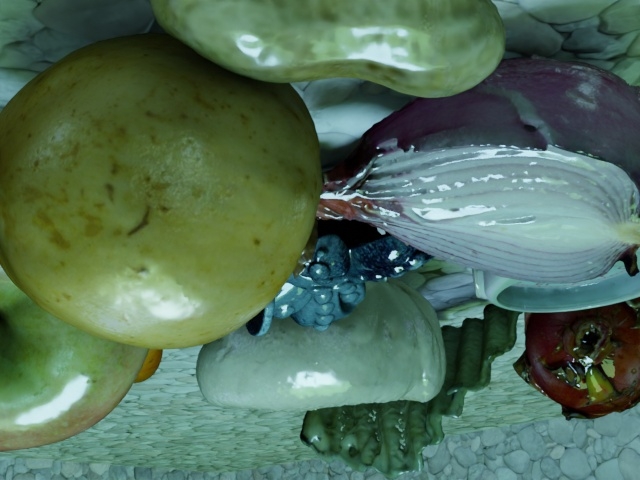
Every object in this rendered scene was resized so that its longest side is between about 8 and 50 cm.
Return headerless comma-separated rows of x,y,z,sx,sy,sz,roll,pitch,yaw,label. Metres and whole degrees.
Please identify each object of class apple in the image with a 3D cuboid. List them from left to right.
-0.330,0.060,1.064,0.319,0.319,0.277,-3,-174,-3,apple

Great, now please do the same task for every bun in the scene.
-0.005,0.139,1.467,0.365,0.219,0.365,-2,172,0,bun

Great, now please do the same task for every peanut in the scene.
0.012,-0.174,0.749,0.275,0.111,0.125,2,140,-13,peanut

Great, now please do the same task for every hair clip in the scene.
-0.006,0.002,1.171,0.206,0.194,0.310,-7,162,-27,hair clip

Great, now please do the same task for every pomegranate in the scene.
-0.145,-0.045,0.846,0.308,0.307,0.307,-3,160,-1,pomegranate

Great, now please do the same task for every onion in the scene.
0.150,-0.085,0.970,0.349,0.159,0.267,8,150,6,onion

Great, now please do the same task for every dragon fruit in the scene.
0.446,0.176,1.643,0.250,0.250,0.315,-18,176,35,dragon fruit

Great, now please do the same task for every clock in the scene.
0.336,0.018,1.350,0.265,0.108,0.324,1,161,-17,clock

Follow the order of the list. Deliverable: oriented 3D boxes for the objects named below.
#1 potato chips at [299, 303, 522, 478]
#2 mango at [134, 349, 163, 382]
0.163,0.226,1.661,0.373,0.389,0.097,-16,114,41,potato chips
-0.343,0.190,1.721,0.141,0.102,0.217,6,157,-9,mango
